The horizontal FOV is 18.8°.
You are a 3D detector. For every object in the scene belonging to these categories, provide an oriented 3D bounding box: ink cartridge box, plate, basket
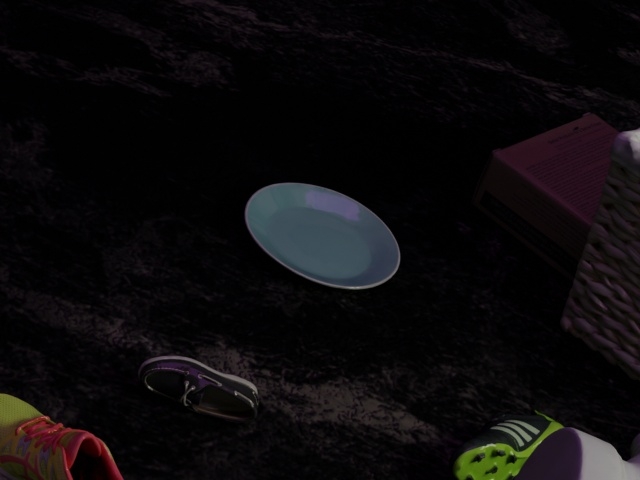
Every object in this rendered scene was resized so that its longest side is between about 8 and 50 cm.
[{"bbox_3d":[0.335,-0.052,2.417,0.193,0.088,0.234,39,37,25],"label":"ink cartridge box"},{"bbox_3d":[0.000,0.000,2.205,0.188,0.024,0.188,15,34,-11],"label":"plate"},{"bbox_3d":[0.509,0.034,2.218,0.331,0.266,0.328,-17,44,-44],"label":"basket"}]

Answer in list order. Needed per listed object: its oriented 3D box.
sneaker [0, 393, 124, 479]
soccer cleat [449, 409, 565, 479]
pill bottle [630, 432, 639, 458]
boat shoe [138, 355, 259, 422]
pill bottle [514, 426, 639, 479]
[{"bbox_3d":[-0.231,0.195,1.736,0.208,0.094,0.081,39,38,25],"label":"sneaker"},{"bbox_3d":[0.185,0.213,1.999,0.179,0.060,0.072,-5,33,-45],"label":"soccer cleat"},{"bbox_3d":[0.361,0.267,1.993,0.087,0.087,0.160,16,34,-10],"label":"pill bottle"},{"bbox_3d":[-0.120,0.150,1.911,0.125,0.046,0.038,20,28,-19],"label":"boat shoe"},{"bbox_3d":[0.352,0.317,1.775,0.363,0.210,0.210,24,33,-11],"label":"pill bottle"}]
